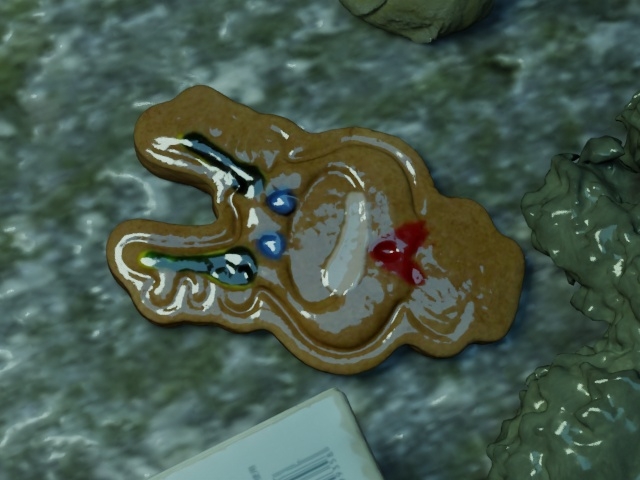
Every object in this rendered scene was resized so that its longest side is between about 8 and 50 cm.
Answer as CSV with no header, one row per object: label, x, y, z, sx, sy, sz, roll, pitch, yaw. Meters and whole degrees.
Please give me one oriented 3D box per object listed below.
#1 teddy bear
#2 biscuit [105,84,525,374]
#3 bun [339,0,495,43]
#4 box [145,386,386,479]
teddy bear,0.276,0.089,1.283,0.367,0.224,0.357,-42,87,3
biscuit,0.000,0.000,1.319,0.333,0.047,0.202,16,77,-5
bun,0.082,-0.255,1.345,0.173,0.113,0.166,42,77,4
box,-0.121,0.244,1.161,0.341,0.225,0.143,-24,84,-12
